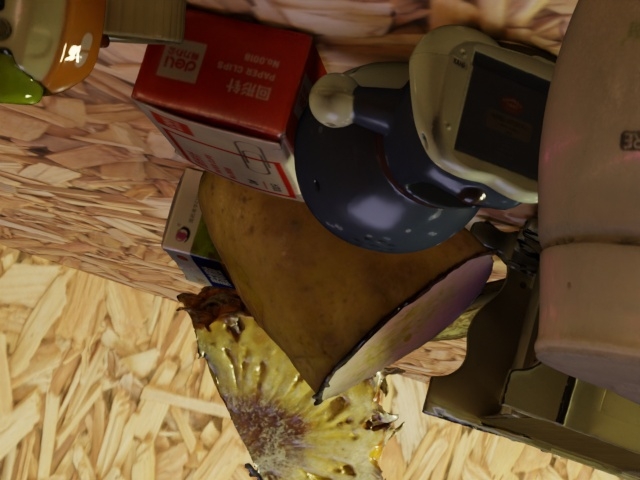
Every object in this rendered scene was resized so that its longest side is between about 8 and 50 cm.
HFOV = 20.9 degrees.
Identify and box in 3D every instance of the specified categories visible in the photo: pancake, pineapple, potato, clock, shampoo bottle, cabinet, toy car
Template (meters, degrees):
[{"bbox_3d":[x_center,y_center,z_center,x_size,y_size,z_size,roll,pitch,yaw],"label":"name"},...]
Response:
[{"bbox_3d":[0.188,0.077,1.964,0.250,0.031,0.250,-12,168,-3],"label":"pancake"},{"bbox_3d":[-0.019,0.134,2.040,0.286,0.209,0.344,-109,-5,-65],"label":"pineapple"},{"bbox_3d":[0.000,0.000,1.676,0.266,0.229,0.229,47,178,14],"label":"potato"},{"bbox_3d":[0.076,-0.073,1.285,0.199,0.146,0.243,15,164,-23],"label":"clock"},{"bbox_3d":[0.243,-0.029,0.858,0.273,0.266,0.273,14,171,2],"label":"shampoo bottle"},{"bbox_3d":[0.307,0.109,1.714,0.318,0.227,0.290,19,171,-9],"label":"cabinet"},{"bbox_3d":[-0.207,-0.170,1.257,0.235,0.145,0.235,5,-177,0],"label":"toy car"}]

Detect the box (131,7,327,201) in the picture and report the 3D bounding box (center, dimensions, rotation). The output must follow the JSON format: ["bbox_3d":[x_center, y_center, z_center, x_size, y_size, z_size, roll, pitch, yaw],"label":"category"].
[{"bbox_3d":[-0.066,-0.110,1.410,0.133,0.099,0.182,16,170,9],"label":"box"}]

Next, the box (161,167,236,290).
[{"bbox_3d":[-0.023,0.019,2.079,0.299,0.106,0.200,13,169,8],"label":"box"}]
